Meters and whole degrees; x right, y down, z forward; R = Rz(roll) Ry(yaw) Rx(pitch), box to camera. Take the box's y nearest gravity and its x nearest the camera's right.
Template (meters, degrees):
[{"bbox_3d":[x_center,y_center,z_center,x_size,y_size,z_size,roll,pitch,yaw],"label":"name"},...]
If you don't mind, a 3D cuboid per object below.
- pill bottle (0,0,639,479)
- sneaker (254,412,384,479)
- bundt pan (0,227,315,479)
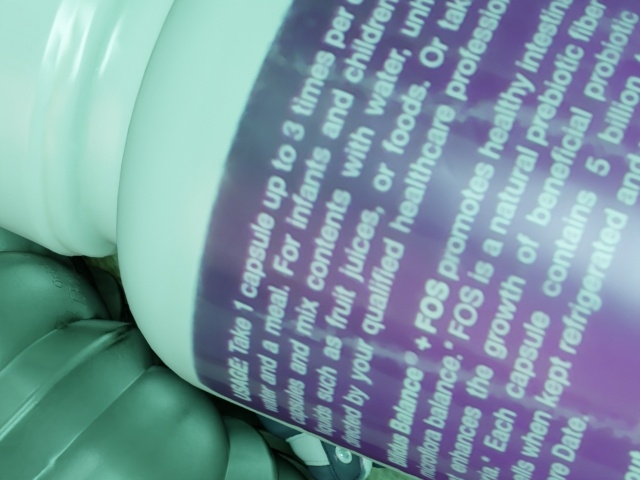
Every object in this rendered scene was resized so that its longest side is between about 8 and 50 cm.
[{"bbox_3d":[0.051,-0.013,0.452,0.301,0.169,0.169,22,143,13],"label":"pill bottle"},{"bbox_3d":[0.000,0.000,0.657,0.153,0.099,0.282,44,156,17],"label":"sneaker"},{"bbox_3d":[-0.109,0.098,0.799,0.331,0.124,0.331,43,176,4],"label":"bundt pan"}]
